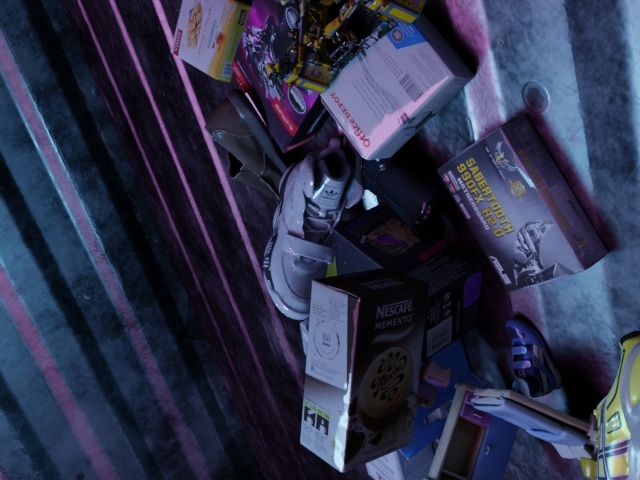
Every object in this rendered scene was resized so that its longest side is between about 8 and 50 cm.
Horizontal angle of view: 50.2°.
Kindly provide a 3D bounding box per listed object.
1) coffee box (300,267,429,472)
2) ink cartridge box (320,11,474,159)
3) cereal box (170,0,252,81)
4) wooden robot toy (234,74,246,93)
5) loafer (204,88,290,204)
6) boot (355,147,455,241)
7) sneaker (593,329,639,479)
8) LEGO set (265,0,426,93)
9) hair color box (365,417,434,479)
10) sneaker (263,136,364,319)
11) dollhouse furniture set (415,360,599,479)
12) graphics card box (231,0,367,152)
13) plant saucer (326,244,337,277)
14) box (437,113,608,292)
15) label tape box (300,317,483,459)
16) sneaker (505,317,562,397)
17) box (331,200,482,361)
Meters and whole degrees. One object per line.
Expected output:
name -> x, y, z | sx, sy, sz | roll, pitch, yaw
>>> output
coffee box -> 0.073, 0.208, 1.147 | 0.119, 0.168, 0.297 | 18, 110, 47
ink cartridge box -> 0.112, -0.235, 1.040 | 0.190, 0.082, 0.140 | -43, 74, 35
cereal box -> -0.255, -0.478, 1.558 | 0.240, 0.047, 0.173 | 36, 115, 43
wooden robot toy -> -0.159, -0.369, 1.559 | 0.173, 0.076, 0.079 | 59, 167, 5
loafer -> -0.153, -0.184, 1.565 | 0.366, 0.130, 0.134 | 58, -178, -45
boot -> 0.145, -0.133, 1.170 | 0.207, 0.094, 0.246 | 44, 153, 36
sneaker -> 0.451, 0.303, 0.950 | 0.147, 0.145, 0.385 | -114, 30, -65
LEGO set -> -0.014, -0.371, 0.957 | 0.331, 0.192, 0.255 | -13, 68, 58
hair color box -> 0.183, 0.492, 1.756 | 0.185, 0.113, 0.374 | 28, 139, 52
sneaker -> -0.016, -0.032, 1.399 | 0.210, 0.137, 0.366 | 139, 140, -60
dollhouse furniture set -> 0.275, 0.337, 1.133 | 0.286, 0.198, 0.303 | 24, 165, -9
graphics card box -> -0.051, -0.351, 1.329 | 0.233, 0.094, 0.371 | 59, 155, 5
plant saucer -> 0.070, 0.058, 1.589 | 0.188, 0.045, 0.188 | 34, 144, 46
box -> 0.292, -0.047, 1.018 | 0.231, 0.056, 0.183 | 60, 157, 2
label tape box -> 0.153, 0.236, 1.379 | 0.333, 0.240, 0.106 | 39, 146, 40
sneaker -> 0.353, 0.201, 1.162 | 0.144, 0.059, 0.053 | 60, 159, 4
box -> 0.159, 0.071, 1.304 | 0.270, 0.143, 0.165 | 39, 147, 42
